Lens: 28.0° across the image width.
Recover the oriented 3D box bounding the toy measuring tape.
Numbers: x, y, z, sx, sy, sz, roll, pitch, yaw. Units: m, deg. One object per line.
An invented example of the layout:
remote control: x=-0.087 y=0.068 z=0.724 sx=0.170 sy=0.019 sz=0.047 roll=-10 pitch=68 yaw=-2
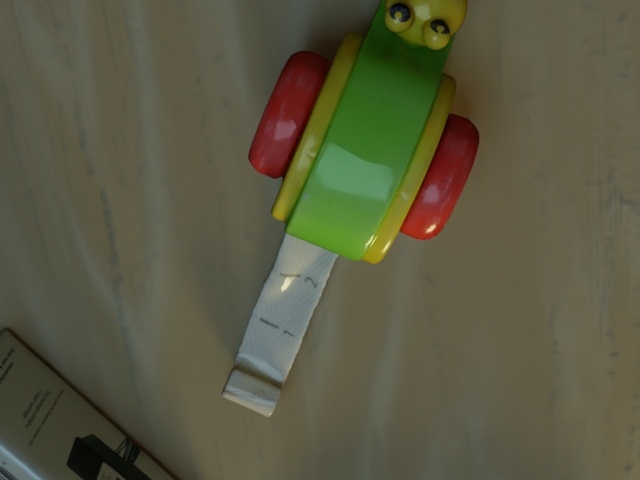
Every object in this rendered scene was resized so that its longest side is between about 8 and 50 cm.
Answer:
toy measuring tape: x=0.000 y=0.000 z=0.703 sx=0.121 sy=0.121 sz=0.330 roll=23 pitch=123 yaw=-2

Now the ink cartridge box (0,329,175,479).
ink cartridge box: x=-0.197 y=0.186 z=0.876 sx=0.153 sy=0.087 sz=0.208 roll=-37 pitch=106 yaw=28
